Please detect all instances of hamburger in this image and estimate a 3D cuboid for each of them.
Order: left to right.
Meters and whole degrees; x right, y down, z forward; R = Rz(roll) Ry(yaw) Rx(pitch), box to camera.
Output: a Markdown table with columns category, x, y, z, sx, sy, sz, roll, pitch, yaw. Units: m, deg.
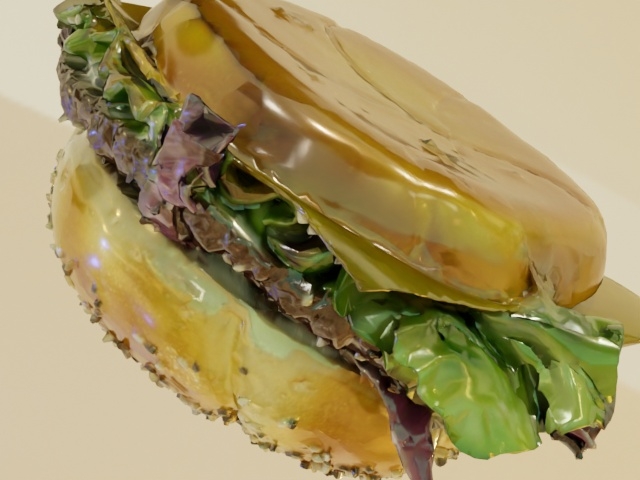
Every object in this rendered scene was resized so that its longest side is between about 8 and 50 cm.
| category | x | y | z | sx | sy | sz | roll | pitch | yaw |
| --- | --- | --- | --- | --- | --- | --- | --- | --- | --- |
| hamburger | 0.000 | 0.001 | 0.464 | 0.164 | 0.189 | 0.093 | 19 | -71 | -37 |
